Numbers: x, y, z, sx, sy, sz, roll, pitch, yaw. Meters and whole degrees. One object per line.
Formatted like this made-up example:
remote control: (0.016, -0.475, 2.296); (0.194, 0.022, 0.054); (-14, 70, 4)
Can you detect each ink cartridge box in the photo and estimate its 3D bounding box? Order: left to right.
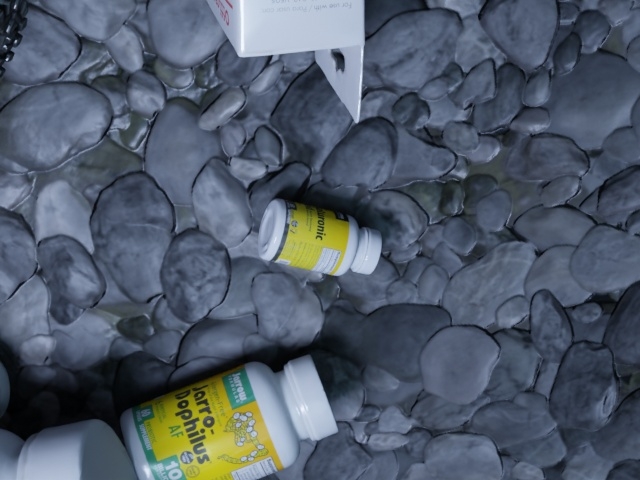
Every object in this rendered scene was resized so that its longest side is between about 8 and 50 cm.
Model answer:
ink cartridge box: (-0.038, -0.294, 1.578); (0.119, 0.207, 0.353); (-6, 114, -11)

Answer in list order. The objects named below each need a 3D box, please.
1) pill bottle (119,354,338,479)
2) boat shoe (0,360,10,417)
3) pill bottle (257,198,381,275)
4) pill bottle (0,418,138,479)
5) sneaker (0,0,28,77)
pill bottle: (-0.092, 0.195, 1.837); (0.208, 0.117, 0.117); (-21, 116, -2)
boat shoe: (-0.469, 0.136, 1.746); (0.320, 0.118, 0.103); (7, 151, -17)
pill bottle: (0.000, 0.000, 1.798); (0.116, 0.065, 0.065); (13, 110, -18)
pill bottle: (-0.380, 0.308, 1.725); (0.392, 0.224, 0.224); (-15, 117, 10)
sneaker: (-0.404, -0.119, 1.645); (0.146, 0.134, 0.343); (34, 109, 4)
